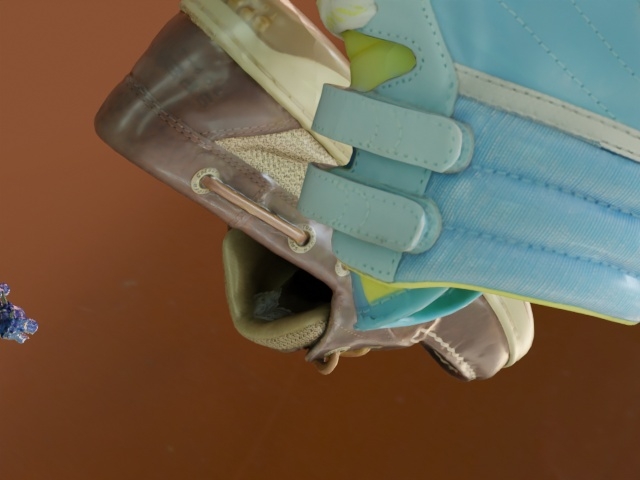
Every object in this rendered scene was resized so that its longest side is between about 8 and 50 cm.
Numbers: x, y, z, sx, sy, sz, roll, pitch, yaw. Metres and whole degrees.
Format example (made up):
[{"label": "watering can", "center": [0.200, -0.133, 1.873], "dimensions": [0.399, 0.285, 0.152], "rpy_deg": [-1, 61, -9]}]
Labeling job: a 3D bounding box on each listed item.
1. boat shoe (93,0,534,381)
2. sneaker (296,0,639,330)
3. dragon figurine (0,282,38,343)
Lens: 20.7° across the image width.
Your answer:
[{"label": "boat shoe", "center": [0.000, 0.000, 0.879], "dimensions": [0.123, 0.123, 0.342], "rpy_deg": [-46, 145, -3]}, {"label": "sneaker", "center": [0.018, -0.091, 0.601], "dimensions": [0.319, 0.127, 0.208], "rpy_deg": [36, 102, 18]}, {"label": "dragon figurine", "center": [-0.418, 0.093, 1.716], "dimensions": [0.289, 0.085, 0.144], "rpy_deg": [7, 116, -46]}]
